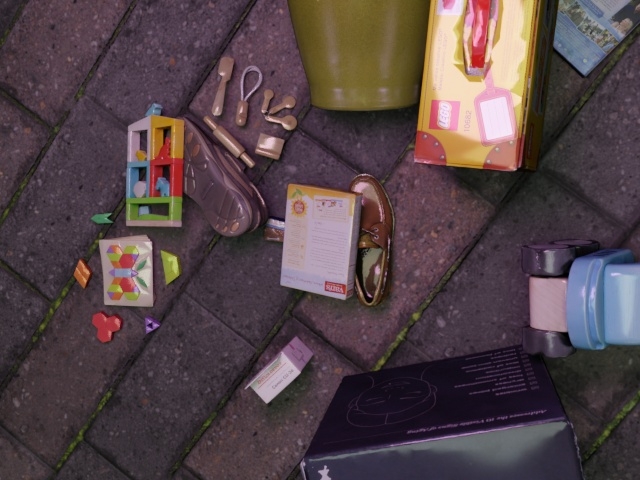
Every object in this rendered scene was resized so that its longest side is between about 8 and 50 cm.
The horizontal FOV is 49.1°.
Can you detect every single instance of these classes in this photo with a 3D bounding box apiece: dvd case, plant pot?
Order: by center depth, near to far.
[{"bbox_3d":[0.093,-0.457,1.459,0.366,0.366,0.353,2,107,11],"label":"plant pot"},{"bbox_3d":[0.593,-0.503,1.500,0.180,0.022,0.253,45,102,5],"label":"dvd case"}]

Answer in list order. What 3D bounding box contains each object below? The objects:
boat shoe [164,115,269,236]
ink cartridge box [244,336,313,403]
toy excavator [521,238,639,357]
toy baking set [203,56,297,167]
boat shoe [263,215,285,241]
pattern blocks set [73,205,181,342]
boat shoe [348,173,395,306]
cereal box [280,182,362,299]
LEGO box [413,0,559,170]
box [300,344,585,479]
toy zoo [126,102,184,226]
[{"bbox_3d":[-0.246,-0.147,1.649,0.132,0.130,0.355,-46,65,28],"label":"boat shoe"},{"bbox_3d":[-0.094,0.303,1.625,0.067,0.198,0.115,46,102,4],"label":"ink cartridge box"},{"bbox_3d":[0.685,0.116,1.424,0.445,0.433,0.222,3,97,39],"label":"toy excavator"},{"bbox_3d":[-0.172,-0.301,1.649,0.256,0.030,0.197,41,83,-1],"label":"toy baking set"},{"bbox_3d":[-0.049,-0.006,1.659,0.183,0.066,0.066,16,103,19],"label":"boat shoe"},{"bbox_3d":[-0.490,0.081,1.769,0.285,0.026,0.325,-14,92,12],"label":"pattern blocks set"},{"bbox_3d":[0.116,-0.001,1.601,0.111,0.104,0.307,-8,93,13],"label":"boat shoe"},{"bbox_3d":[0.000,0.000,1.571,0.173,0.047,0.240,12,104,26],"label":"cereal box"},{"bbox_3d":[0.343,-0.387,1.370,0.193,0.372,0.500,8,97,21],"label":"LEGO box"},{"bbox_3d":[0.261,0.444,1.431,0.480,0.472,0.297,-12,93,13],"label":"box"},{"bbox_3d":[-0.396,-0.179,1.666,0.192,0.030,0.293,2,91,42],"label":"toy zoo"}]
